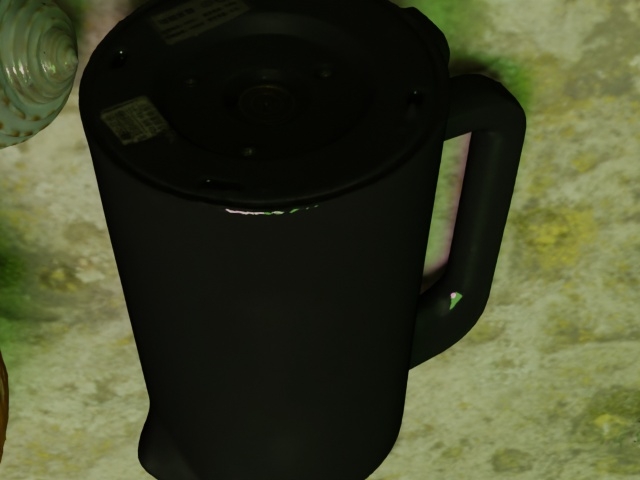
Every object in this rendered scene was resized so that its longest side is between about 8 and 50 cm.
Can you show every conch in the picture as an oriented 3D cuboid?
[{"bbox_3d":[-0.214,-0.114,0.789,0.153,0.102,0.135,-3,119,-4],"label":"conch"}]

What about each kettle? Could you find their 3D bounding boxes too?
[{"bbox_3d":[-0.014,-0.004,0.883,0.203,0.262,0.308,22,141,21],"label":"kettle"}]

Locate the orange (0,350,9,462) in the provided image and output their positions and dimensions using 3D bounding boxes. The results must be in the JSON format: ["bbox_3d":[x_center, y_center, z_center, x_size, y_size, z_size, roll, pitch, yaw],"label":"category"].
[{"bbox_3d":[-0.363,0.116,0.849,0.341,0.293,0.340,-4,134,-4],"label":"orange"}]
